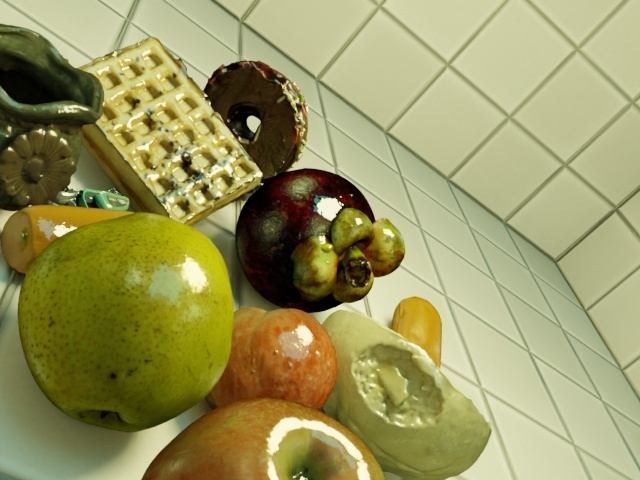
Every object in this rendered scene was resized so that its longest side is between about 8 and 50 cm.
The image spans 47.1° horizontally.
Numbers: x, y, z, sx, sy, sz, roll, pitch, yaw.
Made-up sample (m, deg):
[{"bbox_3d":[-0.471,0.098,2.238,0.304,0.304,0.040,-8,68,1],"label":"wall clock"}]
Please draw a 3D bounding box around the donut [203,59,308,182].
[{"bbox_3d":[-0.142,-0.251,1.559,0.269,0.269,0.103,46,26,5],"label":"donut"}]

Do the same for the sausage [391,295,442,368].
[{"bbox_3d":[0.222,0.258,1.711,0.134,0.116,0.354,53,22,-16],"label":"sausage"}]

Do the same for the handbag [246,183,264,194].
[{"bbox_3d":[-0.195,-0.193,1.792,0.228,0.127,0.208,51,17,18],"label":"handbag"}]

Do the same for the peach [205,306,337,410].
[{"bbox_3d":[-0.088,0.218,1.162,0.232,0.232,0.232,36,23,-18],"label":"peach"}]

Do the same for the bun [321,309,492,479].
[{"bbox_3d":[0.116,0.297,1.315,0.364,0.202,0.364,40,-10,8],"label":"bun"}]

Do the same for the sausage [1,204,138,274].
[{"bbox_3d":[-0.357,0.003,1.199,0.112,0.112,0.328,53,24,21],"label":"sausage"}]

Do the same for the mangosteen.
[{"bbox_3d":[-0.011,0.000,1.511,0.330,0.330,0.330,36,23,-18],"label":"mangosteen"}]

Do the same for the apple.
[{"bbox_3d":[-0.062,0.337,0.872,0.319,0.277,0.319,34,25,-18],"label":"apple"}]

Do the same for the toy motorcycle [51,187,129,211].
[{"bbox_3d":[-0.395,-0.050,1.291,0.173,0.058,0.100,14,42,-54],"label":"toy motorcycle"}]

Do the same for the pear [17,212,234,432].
[{"bbox_3d":[-0.252,0.111,0.975,0.294,0.294,0.294,36,23,-18],"label":"pear"}]

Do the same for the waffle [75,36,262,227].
[{"bbox_3d":[-0.321,-0.200,1.443,0.261,0.114,0.376,-35,87,-39],"label":"waffle"}]

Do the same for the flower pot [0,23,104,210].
[{"bbox_3d":[-0.499,-0.193,1.138,0.302,0.213,0.302,31,22,-14],"label":"flower pot"}]
